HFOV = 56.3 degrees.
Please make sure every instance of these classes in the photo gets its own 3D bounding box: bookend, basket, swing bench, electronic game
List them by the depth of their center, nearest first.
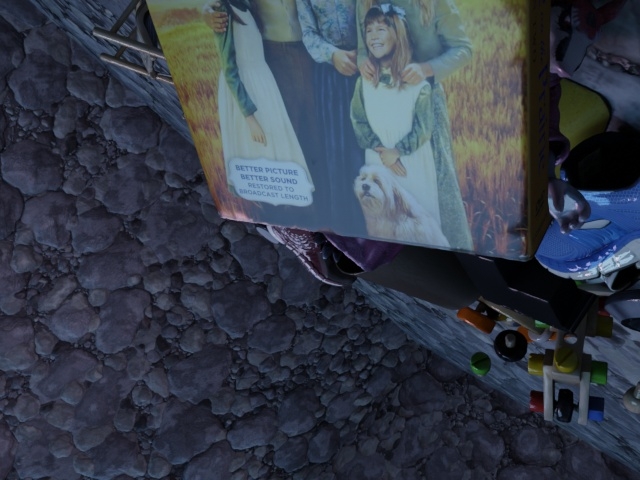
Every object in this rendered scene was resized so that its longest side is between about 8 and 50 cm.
[{"bbox_3d":[0.480,0.094,0.745,0.229,0.048,0.229,11,168,2],"label":"electronic game"},{"bbox_3d":[0.288,0.040,0.859,0.156,0.072,0.157,22,158,50],"label":"bookend"},{"bbox_3d":[0.175,0.020,1.025,0.227,0.204,0.154,28,-146,-32],"label":"basket"},{"bbox_3d":[-0.349,-0.420,1.345,0.254,0.165,0.253,35,173,-17],"label":"swing bench"}]

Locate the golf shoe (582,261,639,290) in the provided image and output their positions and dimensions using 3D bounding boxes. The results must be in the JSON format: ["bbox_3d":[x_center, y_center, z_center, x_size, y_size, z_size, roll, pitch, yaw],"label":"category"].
[{"bbox_3d":[0.384,0.033,0.792,0.069,0.086,0.176,34,156,4],"label":"golf shoe"}]

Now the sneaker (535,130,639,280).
[{"bbox_3d":[0.324,-0.052,0.668,0.147,0.130,0.330,46,164,-1],"label":"sneaker"}]

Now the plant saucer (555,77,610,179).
[{"bbox_3d":[0.191,-0.142,0.818,0.333,0.081,0.333,34,171,23],"label":"plant saucer"}]

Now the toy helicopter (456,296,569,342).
[{"bbox_3d":[0.446,0.164,1.400,0.235,0.140,0.355,28,-179,9],"label":"toy helicopter"}]

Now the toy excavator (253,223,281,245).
[{"bbox_3d":[-0.045,-0.122,1.611,0.433,0.222,0.445,38,164,-8],"label":"toy excavator"}]

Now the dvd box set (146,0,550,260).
[{"bbox_3d":[0.000,-0.188,0.419,0.307,0.062,0.420,9,129,30],"label":"dvd box set"}]

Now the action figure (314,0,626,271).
[{"bbox_3d":[0.136,-0.124,0.606,0.370,0.276,0.248,-34,96,36],"label":"action figure"}]

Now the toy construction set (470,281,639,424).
[{"bbox_3d":[0.432,0.161,0.940,0.309,0.257,0.237,33,161,33],"label":"toy construction set"}]

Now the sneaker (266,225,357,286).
[{"bbox_3d":[0.000,0.000,1.490,0.281,0.106,0.162,36,147,-6],"label":"sneaker"}]
